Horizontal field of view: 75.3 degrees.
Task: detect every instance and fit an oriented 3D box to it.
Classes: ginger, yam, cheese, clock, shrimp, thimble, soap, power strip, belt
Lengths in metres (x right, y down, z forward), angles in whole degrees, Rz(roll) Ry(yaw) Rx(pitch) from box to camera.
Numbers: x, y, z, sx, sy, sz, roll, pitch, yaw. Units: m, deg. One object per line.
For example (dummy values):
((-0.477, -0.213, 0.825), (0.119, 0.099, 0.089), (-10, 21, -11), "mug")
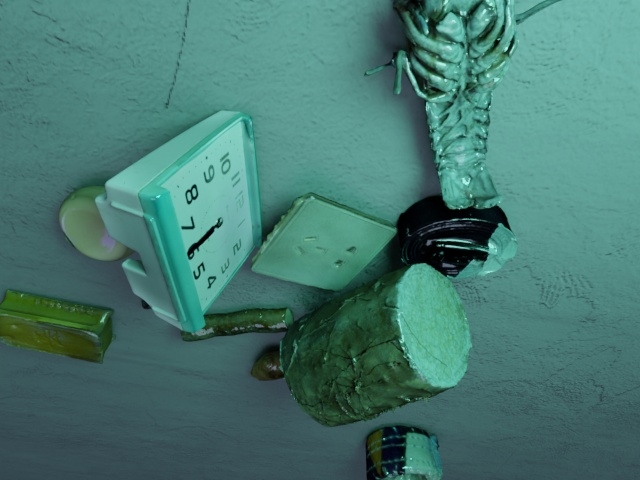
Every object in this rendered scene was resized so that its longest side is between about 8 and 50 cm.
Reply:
((-0.092, 0.306, 1.018), (0.190, 0.068, 0.095), (-10, 126, 13), "ginger")
((-0.186, 0.184, 0.920), (0.253, 0.061, 0.061), (-7, 131, 7), "yam")
((-0.340, -0.036, 0.694), (0.228, 0.064, 0.137), (-13, 117, 29), "cheese")
((-0.189, -0.033, 0.620), (0.116, 0.231, 0.262), (17, 135, 15), "clock")
((0.090, 0.196, 0.764), (0.241, 0.240, 0.348), (30, 138, -22), "yam")
((0.164, -0.210, 0.494), (0.222, 0.165, 0.410), (-11, 143, 9), "shrimp")
((0.260, 0.692, 1.299), (0.238, 0.150, 0.237), (0, 132, 0), "thimble")
((-0.601, 0.200, 0.941), (0.234, 0.076, 0.135), (13, 132, -11), "soap")
((0.000, 0.000, 0.741), (0.213, 0.064, 0.198), (19, 130, -32), "power strip")
((0.236, 0.000, 0.721), (0.199, 0.078, 0.151), (0, 133, 5), "belt")

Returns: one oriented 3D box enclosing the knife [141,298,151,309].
((-0.306, 0.086, 0.800), (0.053, 0.123, 0.278), (-3, 156, -29), "knife")
